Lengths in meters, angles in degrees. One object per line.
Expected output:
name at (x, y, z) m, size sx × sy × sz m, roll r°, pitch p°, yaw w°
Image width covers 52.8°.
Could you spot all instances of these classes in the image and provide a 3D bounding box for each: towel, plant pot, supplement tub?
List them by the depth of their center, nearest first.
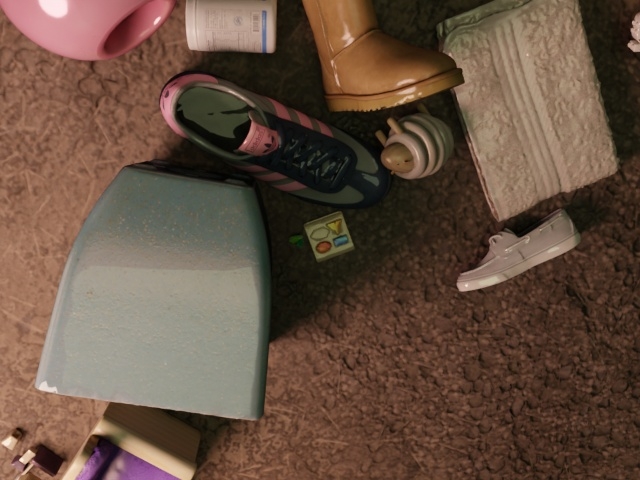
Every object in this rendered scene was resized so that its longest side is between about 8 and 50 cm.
plant pot at (-0.168, 0.037, 0.788) m, size 0.247 × 0.248 × 0.252 m, roll 10°, pitch 99°, yaw -6°
supplement tub at (-0.108, -0.268, 0.794) m, size 0.107 × 0.071 × 0.071 m, roll 2°, pitch 104°, yaw -3°
towel at (0.276, -0.184, 0.851) m, size 0.187 × 0.049 × 0.282 m, roll -23°, pitch 105°, yaw 3°

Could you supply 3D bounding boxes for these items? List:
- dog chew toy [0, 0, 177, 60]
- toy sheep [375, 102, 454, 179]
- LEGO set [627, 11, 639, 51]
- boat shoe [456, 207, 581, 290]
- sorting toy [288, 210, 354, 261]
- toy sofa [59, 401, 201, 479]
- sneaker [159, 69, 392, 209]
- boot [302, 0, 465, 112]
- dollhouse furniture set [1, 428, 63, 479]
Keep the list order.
dog chew toy at (-0.305, -0.364, 0.698) m, size 0.207 × 0.206 × 0.332 m, roll -38°, pitch 96°, yaw 6°
toy sheep at (0.127, -0.125, 0.835) m, size 0.132 × 0.091 × 0.091 m, roll -31°, pitch 107°, yaw -31°
LEGO set at (0.395, -0.347, 0.792) m, size 0.093 × 0.087 × 0.227 m, roll -2°, pitch 124°, yaw 5°
boat shoe at (0.268, 0.012, 0.895) m, size 0.184 × 0.066 × 0.063 m, roll -25°, pitch 91°, yaw 5°
sorting toy at (0.000, 0.000, 0.899) m, size 0.083 × 0.012 × 0.062 m, roll -20°, pitch 105°, yaw 1°
toy sofa at (-0.326, 0.409, 0.902) m, size 0.150 × 0.177 × 0.362 m, roll 33°, pitch 99°, yaw -10°
sneaker at (-0.052, -0.113, 0.806) m, size 0.319 × 0.131 × 0.112 m, roll 21°, pitch 102°, yaw -9°
boot at (0.038, -0.284, 0.726) m, size 0.089 × 0.236 × 0.269 m, roll -27°, pitch 110°, yaw -31°
dollhouse furniture set at (-0.442, 0.346, 0.911) m, size 0.091 × 0.114 × 0.081 m, roll 42°, pitch 103°, yaw -15°
